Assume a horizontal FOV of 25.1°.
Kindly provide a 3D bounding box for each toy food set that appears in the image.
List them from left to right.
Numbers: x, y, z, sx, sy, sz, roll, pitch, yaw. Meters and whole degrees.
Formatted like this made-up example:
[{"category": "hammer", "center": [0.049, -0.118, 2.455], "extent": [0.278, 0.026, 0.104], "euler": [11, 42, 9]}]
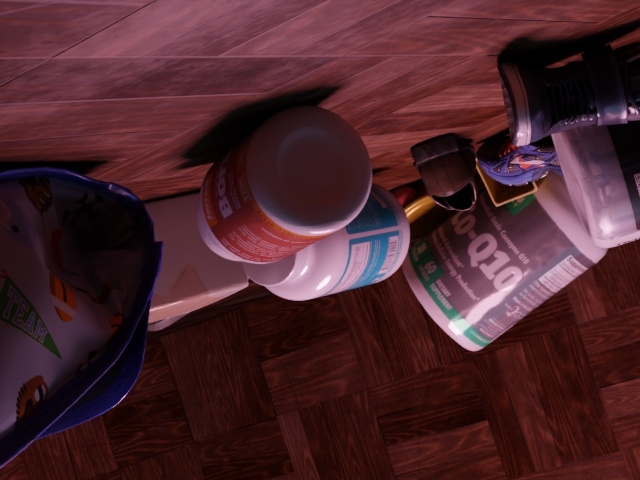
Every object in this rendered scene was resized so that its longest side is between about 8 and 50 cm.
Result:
[{"category": "toy food set", "center": [0.161, -0.065, 2.329], "extent": [0.218, 0.071, 0.128], "euler": [-18, 152, -21]}]

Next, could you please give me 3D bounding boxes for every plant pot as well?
[{"category": "plant pot", "center": [0.296, -0.112, 2.163], "extent": [0.081, 0.081, 0.083], "euler": [-22, -173, 40]}]

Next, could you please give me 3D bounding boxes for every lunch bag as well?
[{"category": "lunch bag", "center": [-0.339, 0.087, 1.198], "extent": [0.328, 0.239, 0.385], "euler": [-21, -169, 23]}]

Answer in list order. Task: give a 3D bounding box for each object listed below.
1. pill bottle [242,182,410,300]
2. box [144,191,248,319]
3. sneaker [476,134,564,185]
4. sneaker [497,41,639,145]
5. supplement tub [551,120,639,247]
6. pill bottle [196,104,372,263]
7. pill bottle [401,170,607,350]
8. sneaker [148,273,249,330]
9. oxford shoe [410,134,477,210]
[{"category": "pill bottle", "center": [0.000, 0.000, 1.913], "extent": [0.146, 0.146, 0.264], "euler": [-21, 174, 31]}, {"category": "box", "center": [-0.250, 0.041, 1.582], "extent": [0.311, 0.121, 0.148], "euler": [-14, 173, -40]}, {"category": "sneaker", "center": [0.295, -0.133, 1.967], "extent": [0.221, 0.087, 0.083], "euler": [-5, -132, 50]}, {"category": "sneaker", "center": [0.264, -0.150, 1.441], "extent": [0.163, 0.086, 0.226], "euler": [-8, -173, 13]}, {"category": "supplement tub", "center": [0.451, -0.135, 1.687], "extent": [0.338, 0.207, 0.207], "euler": [-18, 175, 6]}, {"category": "pill bottle", "center": [-0.045, -0.044, 1.375], "extent": [0.121, 0.121, 0.216], "euler": [-16, 175, -25]}, {"category": "pill bottle", "center": [0.324, -0.005, 2.288], "extent": [0.361, 0.204, 0.204], "euler": [-40, 170, 14]}, {"category": "sneaker", "center": [-0.175, 0.033, 1.968], "extent": [0.227, 0.087, 0.130], "euler": [-31, 157, 1]}, {"category": "oxford shoe", "center": [0.173, -0.082, 1.935], "extent": [0.083, 0.096, 0.227], "euler": [-21, 176, 15]}]
